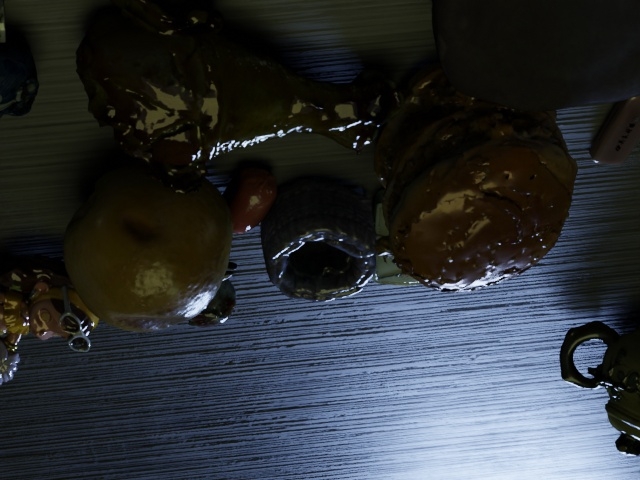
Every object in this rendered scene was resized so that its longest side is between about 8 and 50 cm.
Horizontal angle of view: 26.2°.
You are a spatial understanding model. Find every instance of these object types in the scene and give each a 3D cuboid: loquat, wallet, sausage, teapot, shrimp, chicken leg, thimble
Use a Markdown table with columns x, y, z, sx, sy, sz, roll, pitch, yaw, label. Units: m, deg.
| x | y | z | sx | sy | sz | roll | pitch | yaw | label |
| --- | --- | --- | --- | --- | --- | --- | --- | --- | --- |
| -0.202 | 0.016 | 1.634 | 0.213 | 0.213 | 0.213 | -4 | 136 | -4 | loquat |
| 0.119 | -0.004 | 1.782 | 0.110 | 0.039 | 0.155 | -5 | 135 | -6 | wallet |
| -0.089 | -0.048 | 1.690 | 0.054 | 0.059 | 0.094 | 14 | 131 | -25 | sausage |
| 0.462 | 0.219 | 1.960 | 0.269 | 0.173 | 0.182 | 22 | 94 | 5 | teapot |
| -0.224 | 0.087 | 1.801 | 0.233 | 0.079 | 0.090 | -10 | 174 | 5 | shrimp |
| -0.103 | -0.141 | 1.535 | 0.361 | 0.140 | 0.211 | 19 | 122 | -21 | chicken leg |
| -0.003 | 0.000 | 1.725 | 0.150 | 0.098 | 0.150 | -4 | 137 | -4 | thimble |

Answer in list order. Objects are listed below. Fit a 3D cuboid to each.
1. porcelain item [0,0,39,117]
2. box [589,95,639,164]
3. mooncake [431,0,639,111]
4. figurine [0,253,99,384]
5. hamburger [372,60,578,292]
| x | y | z | sx | sy | sz | roll | pitch | yaw | label |
| --- | --- | --- | --- | --- | --- | --- | --- | --- | --- |
| -0.390 | -0.217 | 1.418 | 0.186 | 0.138 | 0.288 | -9 | 139 | -15 | porcelain item |
| 0.375 | -0.140 | 1.692 | 0.048 | 0.025 | 0.115 | 10 | 134 | -16 | box |
| 0.255 | -0.273 | 1.444 | 0.306 | 0.154 | 0.306 | -4 | 135 | -4 | mooncake |
| -0.392 | 0.087 | 1.743 | 0.240 | 0.116 | 0.175 | -7 | 134 | 7 | figurine |
| 0.173 | -0.064 | 1.606 | 0.260 | 0.211 | 0.245 | -30 | 132 | 14 | hamburger |
